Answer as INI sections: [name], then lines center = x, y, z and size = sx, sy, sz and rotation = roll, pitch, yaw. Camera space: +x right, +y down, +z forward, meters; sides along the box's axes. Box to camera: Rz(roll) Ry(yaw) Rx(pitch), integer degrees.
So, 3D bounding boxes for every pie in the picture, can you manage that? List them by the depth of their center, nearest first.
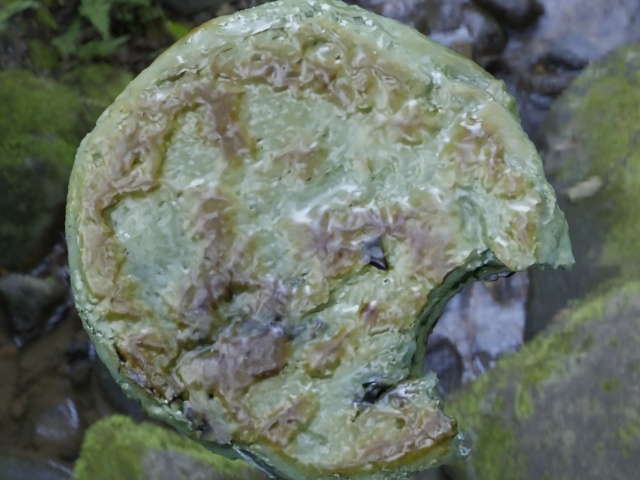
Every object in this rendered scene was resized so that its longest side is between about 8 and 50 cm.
[pie]
center = -0.007, -0.005, 0.839
size = 0.302, 0.067, 0.303
rotation = -1, 82, 6
